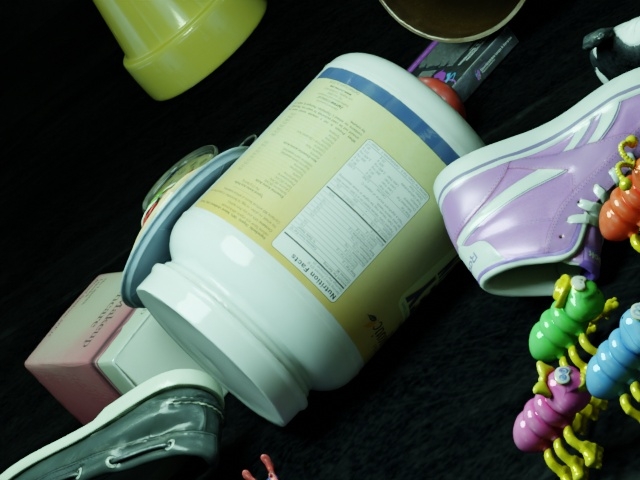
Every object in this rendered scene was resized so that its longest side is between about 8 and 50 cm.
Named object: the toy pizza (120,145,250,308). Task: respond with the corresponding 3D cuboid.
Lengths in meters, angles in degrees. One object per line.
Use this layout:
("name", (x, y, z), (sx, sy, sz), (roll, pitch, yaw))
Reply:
("toy pizza", (-0.134, -0.017, 1.861), (0.201, 0.032, 0.201), (-45, -18, -19))

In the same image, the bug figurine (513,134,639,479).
("bug figurine", (0.212, 0.058, 1.404), (0.279, 0.072, 0.216), (-74, 11, -53))

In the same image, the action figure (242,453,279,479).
("action figure", (-0.050, 0.232, 1.701), (0.038, 0.030, 0.115), (-36, 22, 2))

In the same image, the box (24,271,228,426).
("box", (-0.195, 0.123, 2.040), (0.148, 0.127, 0.232), (-52, 22, -25))

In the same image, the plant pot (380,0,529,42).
("plant pot", (0.195, -0.359, 2.208), (0.215, 0.215, 0.230), (-30, 0, 31))

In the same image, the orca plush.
("orca plush", (0.347, -0.167, 1.720), (0.151, 0.102, 0.287), (-13, -3, -35))

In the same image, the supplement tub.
("supplement tub", (0.000, 0.000, 1.787), (0.316, 0.228, 0.228), (-47, 21, -12))

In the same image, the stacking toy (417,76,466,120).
("stacking toy", (0.019, -0.060, 2.039), (0.330, 0.141, 0.141), (-38, 20, -7))

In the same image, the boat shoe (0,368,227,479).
("boat shoe", (-0.221, 0.263, 1.827), (0.340, 0.127, 0.113), (-34, 45, 17))

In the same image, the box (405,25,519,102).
("box", (0.151, -0.201, 2.203), (0.116, 0.029, 0.162), (-48, 20, -17))

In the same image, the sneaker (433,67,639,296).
("sneaker", (0.252, -0.040, 1.636), (0.282, 0.102, 0.161), (-28, 48, 9))

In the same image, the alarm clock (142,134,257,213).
("alarm clock", (-0.154, -0.074, 2.452), (0.192, 0.064, 0.129), (-40, 20, 13))

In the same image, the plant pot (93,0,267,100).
("plant pot", (-0.254, -0.397, 3.032), (0.254, 0.239, 0.254), (-35, 21, 16))
